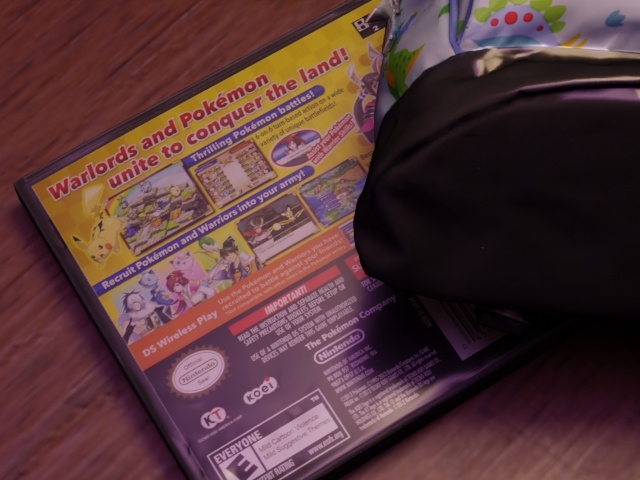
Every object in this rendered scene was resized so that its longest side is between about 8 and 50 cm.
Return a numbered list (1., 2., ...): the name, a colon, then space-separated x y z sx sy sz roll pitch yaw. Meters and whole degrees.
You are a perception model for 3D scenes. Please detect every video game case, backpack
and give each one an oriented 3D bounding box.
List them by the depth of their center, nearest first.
1. backpack: 0.174 -0.145 0.836 0.290 0.273 0.355 8 37 1
2. video game case: 0.000 0.000 0.886 0.275 0.035 0.248 -30 69 -11
